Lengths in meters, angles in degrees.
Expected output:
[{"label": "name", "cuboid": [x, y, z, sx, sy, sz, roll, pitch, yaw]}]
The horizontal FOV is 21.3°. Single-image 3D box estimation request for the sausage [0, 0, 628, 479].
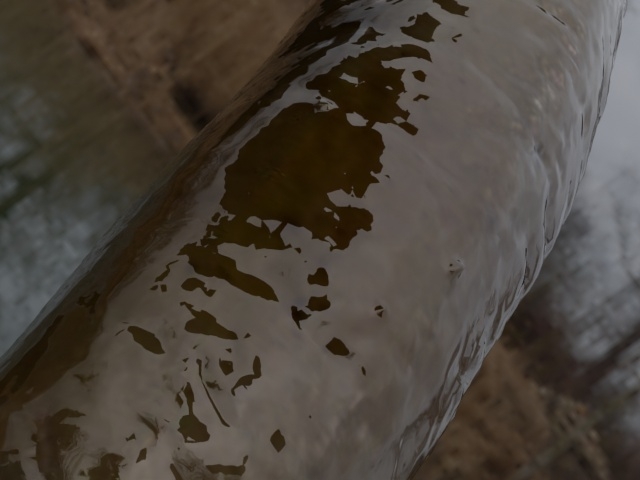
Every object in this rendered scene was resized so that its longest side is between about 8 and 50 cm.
[{"label": "sausage", "cuboid": [0.002, 0.000, 0.565, 0.501, 0.136, 0.123, -55, 131, -45]}]
